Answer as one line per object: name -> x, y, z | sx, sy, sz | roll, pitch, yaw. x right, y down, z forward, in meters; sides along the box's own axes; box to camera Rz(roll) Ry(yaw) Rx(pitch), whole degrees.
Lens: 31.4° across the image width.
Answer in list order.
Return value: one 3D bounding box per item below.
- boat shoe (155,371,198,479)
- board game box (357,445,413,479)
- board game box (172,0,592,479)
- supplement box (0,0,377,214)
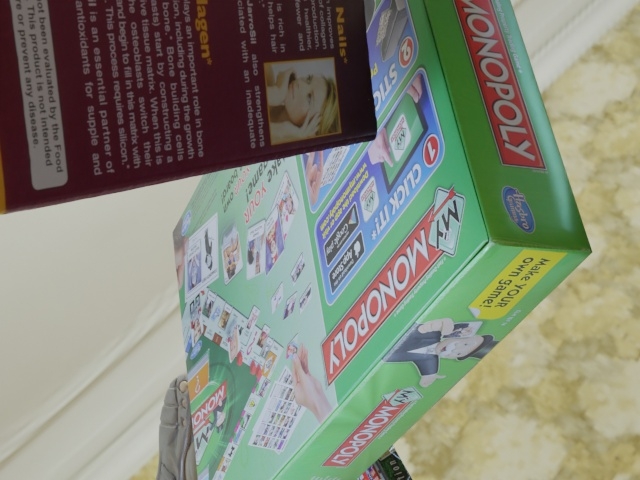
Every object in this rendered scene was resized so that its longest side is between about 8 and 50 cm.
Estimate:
boat shoe -> -0.136, 0.313, 1.342 | 0.117, 0.123, 0.324 | 6, -74, -28
board game box -> 0.077, 0.297, 1.043 | 0.030, 0.259, 0.136 | -15, -30, -29
board game box -> 0.000, 0.000, 0.556 | 0.046, 0.213, 0.317 | 5, -34, -24
supplement box -> -0.068, -0.072, 0.373 | 0.188, 0.081, 0.104 | -17, -75, -52
